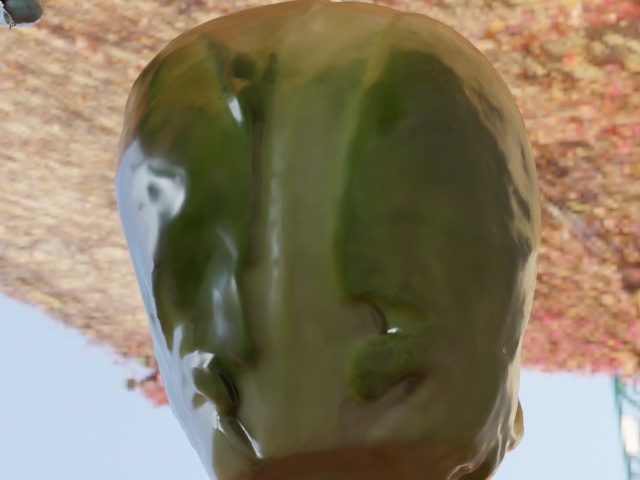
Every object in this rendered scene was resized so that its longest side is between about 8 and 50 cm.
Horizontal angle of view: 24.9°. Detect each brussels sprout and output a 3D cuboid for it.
[{"bbox_3d":[0.000,0.000,0.971,0.371,0.275,0.315,-101,15,-46],"label":"brussels sprout"}]

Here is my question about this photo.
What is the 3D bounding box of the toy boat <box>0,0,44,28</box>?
[{"bbox_3d":[-0.357,-0.329,1.557,0.085,0.227,0.155,-30,-39,-29],"label":"toy boat"}]
